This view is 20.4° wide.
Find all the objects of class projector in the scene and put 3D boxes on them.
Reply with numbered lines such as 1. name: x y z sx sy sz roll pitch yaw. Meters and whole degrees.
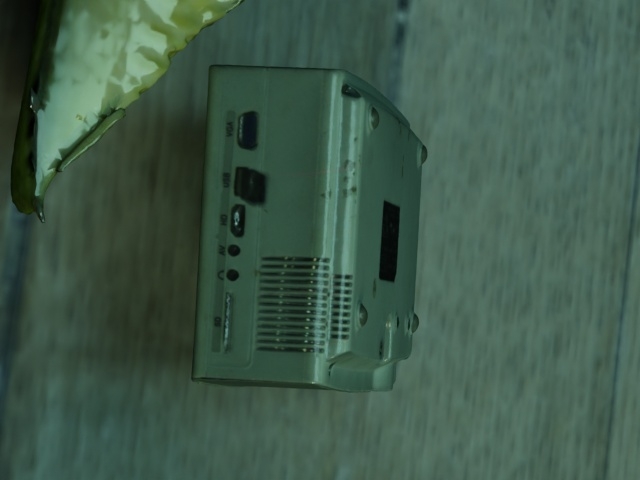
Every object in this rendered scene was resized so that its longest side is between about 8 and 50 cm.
1. projector: 0.000 0.000 0.669 0.147 0.061 0.115 18 76 -77

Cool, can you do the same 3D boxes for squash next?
1. squash: -0.027 -0.107 0.670 0.169 0.093 0.252 15 77 -26
